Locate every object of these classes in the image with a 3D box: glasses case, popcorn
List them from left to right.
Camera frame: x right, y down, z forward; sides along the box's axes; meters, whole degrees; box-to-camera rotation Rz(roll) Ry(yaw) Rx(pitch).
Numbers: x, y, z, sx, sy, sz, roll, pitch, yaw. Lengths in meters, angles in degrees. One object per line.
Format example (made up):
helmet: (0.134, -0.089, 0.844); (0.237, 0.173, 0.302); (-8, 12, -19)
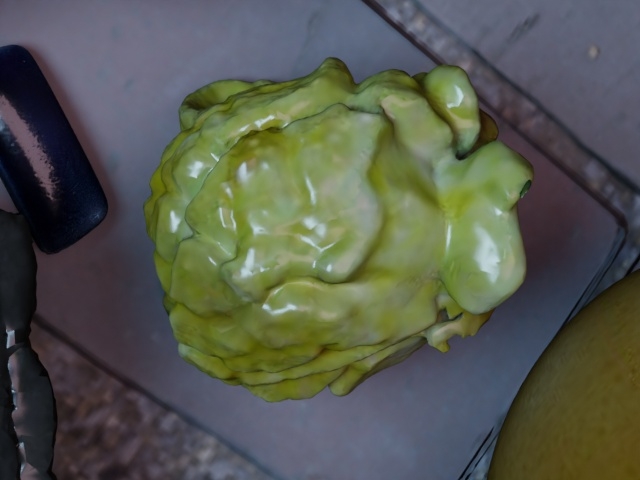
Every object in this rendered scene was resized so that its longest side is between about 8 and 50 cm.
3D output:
glasses case: (-0.111, -0.036, 0.635); (0.033, 0.023, 0.083); (-29, 105, -14)
popcorn: (0.000, 0.000, 0.624); (0.135, 0.162, 0.141); (-40, 151, -44)

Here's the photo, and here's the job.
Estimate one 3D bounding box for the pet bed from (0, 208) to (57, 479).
pet bed: (-0.178, 0.088, 0.550); (0.183, 0.159, 0.211); (-12, 100, -19)

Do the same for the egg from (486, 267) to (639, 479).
egg: (0.201, 0.149, 0.651); (0.250, 0.250, 0.322); (-36, 111, -14)
